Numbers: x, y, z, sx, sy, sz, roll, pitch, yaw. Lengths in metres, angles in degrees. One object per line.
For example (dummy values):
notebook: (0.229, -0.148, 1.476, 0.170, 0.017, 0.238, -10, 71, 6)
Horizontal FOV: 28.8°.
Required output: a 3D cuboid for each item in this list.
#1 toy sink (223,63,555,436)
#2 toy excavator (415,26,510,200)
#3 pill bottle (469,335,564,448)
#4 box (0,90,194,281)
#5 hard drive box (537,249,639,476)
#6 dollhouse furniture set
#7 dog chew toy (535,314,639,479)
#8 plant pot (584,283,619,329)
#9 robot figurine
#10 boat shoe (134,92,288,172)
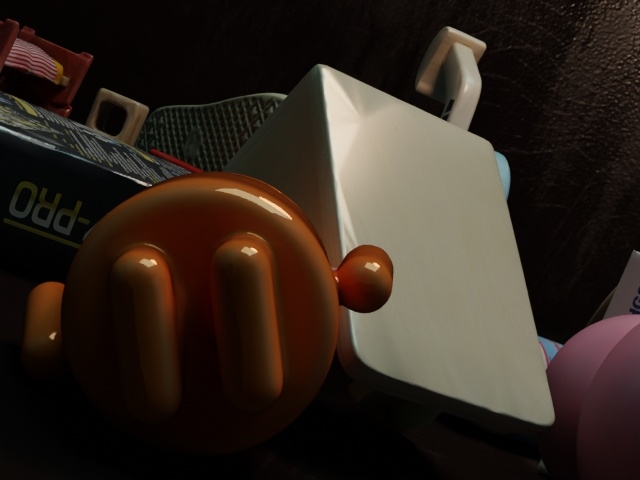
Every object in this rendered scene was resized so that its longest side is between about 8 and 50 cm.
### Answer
toy sink: (0.032, 0.033, 0.792, 0.152, 0.131, 0.234, 20, 44, -30)
toy excavator: (0.207, -0.130, 2.053, 0.222, 0.445, 0.433, 23, 4, -14)
pill bottle: (0.168, 0.120, 1.003, 0.160, 0.087, 0.087, 21, 4, -35)
box: (-0.215, -0.049, 1.004, 0.318, 0.097, 0.395, 24, 3, -22)
hard drive box: (0.297, 0.135, 0.868, 0.232, 0.181, 0.089, 25, 5, 40)
dollhouse furniture set: (-0.297, -0.154, 1.550, 0.374, 0.152, 0.201, 24, 4, 15)
dog chew toy: (0.239, 0.120, 0.685, 0.206, 0.207, 0.332, 22, -4, -24)
plant pot: (0.426, 0.147, 1.299, 0.263, 0.263, 0.229, 19, 24, -51)
robot figurine: (-0.057, 0.029, 0.610, 0.128, 0.158, 0.219, 45, 3, -4)
boat shoe: (-0.085, -0.095, 1.701, 0.156, 0.187, 0.500, 24, -7, -35)
